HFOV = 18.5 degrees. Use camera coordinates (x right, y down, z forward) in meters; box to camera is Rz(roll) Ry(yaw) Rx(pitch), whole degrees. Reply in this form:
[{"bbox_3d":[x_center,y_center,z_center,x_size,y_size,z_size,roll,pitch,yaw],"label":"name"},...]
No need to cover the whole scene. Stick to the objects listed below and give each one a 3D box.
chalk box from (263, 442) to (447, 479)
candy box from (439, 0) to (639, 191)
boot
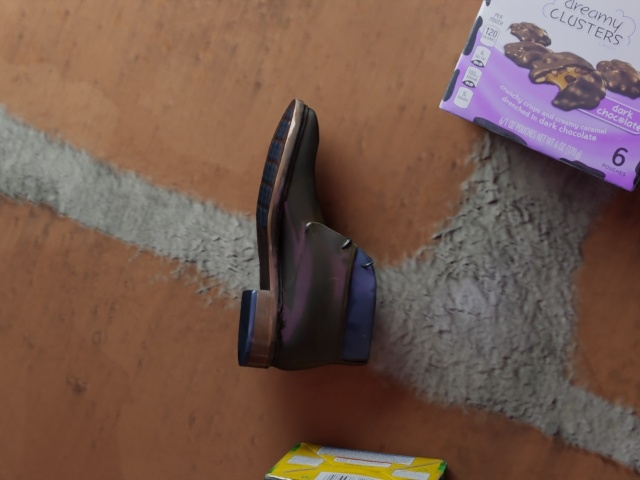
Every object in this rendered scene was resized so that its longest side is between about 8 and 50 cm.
[{"bbox_3d":[0.022,0.284,1.571,0.132,0.132,0.213,7,98,11],"label":"chalk box"},{"bbox_3d":[0.207,-0.161,1.511,0.165,0.070,0.196,24,101,9],"label":"candy box"},{"bbox_3d":[0.000,0.000,1.587,0.106,0.082,0.219,9,94,-10],"label":"boot"}]
